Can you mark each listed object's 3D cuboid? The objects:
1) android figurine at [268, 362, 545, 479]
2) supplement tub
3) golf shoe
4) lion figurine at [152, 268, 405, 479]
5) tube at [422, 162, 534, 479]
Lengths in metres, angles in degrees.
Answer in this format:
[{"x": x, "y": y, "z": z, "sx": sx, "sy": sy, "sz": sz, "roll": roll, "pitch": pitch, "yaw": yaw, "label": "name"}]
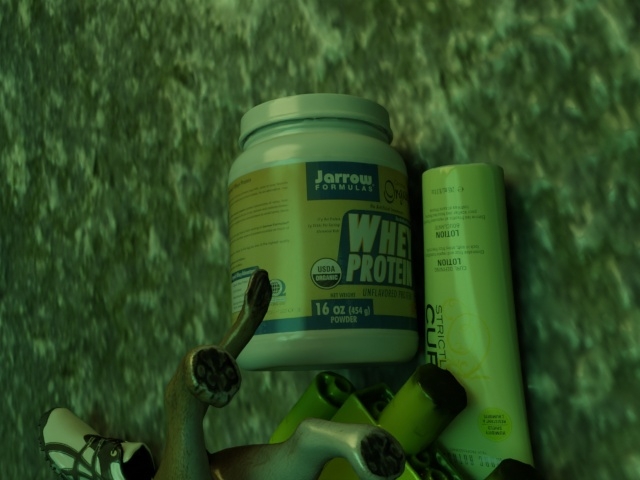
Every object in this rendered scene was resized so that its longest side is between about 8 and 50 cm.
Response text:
[{"x": 0.045, "y": 0.225, "z": 0.580, "sx": 0.248, "sy": 0.056, "sz": 0.272, "roll": 48, "pitch": 123, "yaw": 27, "label": "android figurine"}, {"x": 0.000, "y": 0.000, "z": 0.615, "sx": 0.144, "sy": 0.144, "sz": 0.199, "roll": -12, "pitch": 76, "yaw": 38, "label": "supplement tub"}, {"x": -0.218, "y": 0.230, "z": 0.812, "sx": 0.198, "sy": 0.077, "sz": 0.094, "roll": 42, "pitch": 98, "yaw": 29, "label": "golf shoe"}, {"x": -0.029, "y": 0.238, "z": 0.468, "sx": 0.240, "sy": 0.142, "sz": 0.391, "roll": -48, "pitch": 51, "yaw": 48, "label": "lion figurine"}, {"x": 0.111, "y": 0.065, "z": 0.573, "sx": 0.070, "sy": 0.062, "sz": 0.240, "roll": 156, "pitch": 113, "yaw": -79, "label": "tube"}]
